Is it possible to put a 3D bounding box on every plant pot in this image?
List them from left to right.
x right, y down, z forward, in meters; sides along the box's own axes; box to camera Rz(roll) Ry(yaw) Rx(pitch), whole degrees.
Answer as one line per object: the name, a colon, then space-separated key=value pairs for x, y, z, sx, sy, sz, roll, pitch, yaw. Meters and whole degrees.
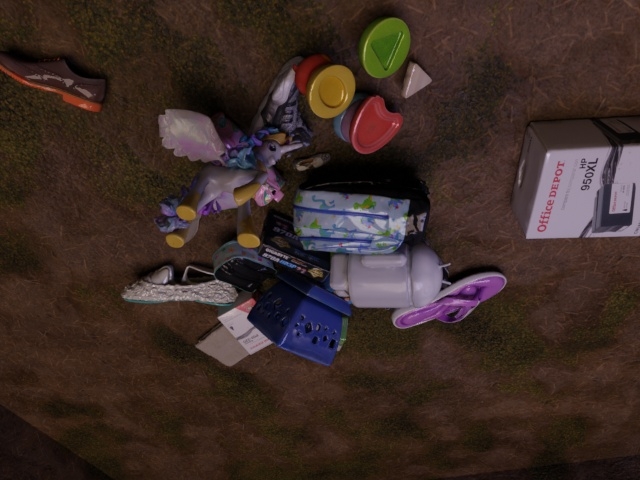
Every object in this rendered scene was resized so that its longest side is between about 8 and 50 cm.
plant pot: x=-0.057 y=0.235 z=1.488 sx=0.235 sy=0.236 sz=0.212 roll=32 pitch=85 yaw=-36

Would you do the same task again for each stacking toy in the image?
stacking toy: x=0.099 y=-0.387 z=1.131 sx=0.279 sy=0.130 sz=0.309 roll=-47 pitch=141 yaw=7

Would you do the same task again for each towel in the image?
towel: x=-0.356 y=0.401 z=1.874 sx=0.187 sy=0.049 sz=0.282 roll=39 pitch=121 yaw=-23

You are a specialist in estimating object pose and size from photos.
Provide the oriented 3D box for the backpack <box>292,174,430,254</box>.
backpack: x=0.097 y=-0.077 z=1.292 sx=0.355 sy=0.290 sz=0.274 roll=16 pitch=108 yaw=0

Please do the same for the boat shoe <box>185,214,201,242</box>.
boat shoe: x=-0.438 y=-0.062 z=1.500 sx=0.065 sy=0.075 sz=0.206 roll=53 pitch=134 yaw=17

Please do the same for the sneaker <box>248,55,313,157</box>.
sneaker: x=-0.071 y=-0.336 z=1.210 sx=0.153 sy=0.101 sz=0.269 roll=23 pitch=126 yaw=-24

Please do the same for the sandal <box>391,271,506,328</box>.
sandal: x=0.452 y=0.236 z=1.612 sx=0.415 sy=0.102 sz=0.169 roll=-26 pitch=139 yaw=19

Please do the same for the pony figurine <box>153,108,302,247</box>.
pony figurine: x=-0.242 y=-0.143 z=1.111 sx=0.350 sy=0.364 sz=0.303 roll=-1 pitch=132 yaw=17

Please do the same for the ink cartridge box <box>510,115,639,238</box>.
ink cartridge box: x=0.749 y=-0.162 z=1.239 sx=0.394 sy=0.166 sz=0.286 roll=-2 pitch=129 yaw=6

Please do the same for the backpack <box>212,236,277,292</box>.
backpack: x=-0.257 y=0.071 z=1.518 sx=0.165 sy=0.145 sz=0.188 roll=-36 pitch=145 yaw=31

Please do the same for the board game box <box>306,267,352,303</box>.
board game box: x=0.055 y=0.168 z=1.646 sx=0.210 sy=0.047 sz=0.160 roll=-25 pitch=124 yaw=24

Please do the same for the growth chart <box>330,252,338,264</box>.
growth chart: x=0.000 y=0.000 z=1.529 sx=0.171 sy=0.021 sz=0.237 roll=-31 pitch=122 yaw=25

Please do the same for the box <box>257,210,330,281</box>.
box: x=-0.075 y=0.017 z=1.418 sx=0.220 sy=0.175 sz=0.051 roll=24 pitch=124 yaw=-16

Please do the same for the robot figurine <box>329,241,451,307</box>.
robot figurine: x=0.208 y=0.101 z=1.392 sx=0.352 sy=0.200 sz=0.300 roll=-1 pitch=161 yaw=15

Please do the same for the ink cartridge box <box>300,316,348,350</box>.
ink cartridge box: x=-0.020 y=0.337 z=1.735 sx=0.219 sy=0.093 sz=0.160 roll=10 pitch=152 yaw=-3

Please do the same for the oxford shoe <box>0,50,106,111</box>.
oxford shoe: x=-0.688 y=-0.431 z=1.192 sx=0.271 sy=0.097 sz=0.099 roll=21 pitch=109 yaw=-18

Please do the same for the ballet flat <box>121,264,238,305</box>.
ballet flat: x=-0.490 y=0.148 z=1.642 sx=0.407 sy=0.147 sz=0.147 roll=3 pitch=130 yaw=-2

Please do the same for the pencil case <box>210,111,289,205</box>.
pencil case: x=-0.218 y=-0.219 z=1.295 sx=0.124 sy=0.124 sz=0.284 roll=-30 pitch=119 yaw=26

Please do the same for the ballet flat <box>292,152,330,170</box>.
ballet flat: x=-0.026 y=-0.220 z=1.334 sx=0.114 sy=0.041 sz=0.041 roll=-11 pitch=128 yaw=13

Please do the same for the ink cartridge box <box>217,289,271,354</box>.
ink cartridge box: x=-0.255 y=0.296 z=1.718 sx=0.158 sy=0.092 sz=0.218 roll=-29 pitch=120 yaw=8

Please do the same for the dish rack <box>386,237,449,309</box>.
dish rack: x=0.280 y=0.127 z=1.576 sx=0.271 sy=0.074 sz=0.208 roll=-28 pitch=121 yaw=23
